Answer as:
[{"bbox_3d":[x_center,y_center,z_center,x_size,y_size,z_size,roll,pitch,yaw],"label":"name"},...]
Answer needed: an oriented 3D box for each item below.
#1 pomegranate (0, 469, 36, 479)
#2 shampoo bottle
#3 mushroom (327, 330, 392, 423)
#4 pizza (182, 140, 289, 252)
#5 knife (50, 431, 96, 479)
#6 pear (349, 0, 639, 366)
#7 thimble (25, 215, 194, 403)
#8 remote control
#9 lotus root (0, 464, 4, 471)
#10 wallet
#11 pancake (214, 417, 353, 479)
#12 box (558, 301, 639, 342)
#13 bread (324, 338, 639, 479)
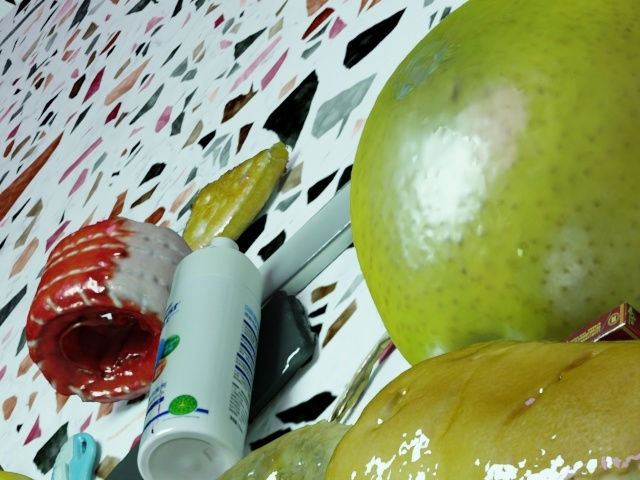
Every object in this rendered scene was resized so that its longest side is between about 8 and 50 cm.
[{"bbox_3d":[-0.306,0.326,1.569,0.260,0.260,0.260,-42,23,23],"label":"pomegranate"},{"bbox_3d":[-0.103,0.099,1.659,0.092,0.092,0.303,-39,27,29],"label":"shampoo bottle"},{"bbox_3d":[0.079,0.053,1.538,0.286,0.026,0.028,-58,6,-11],"label":"mushroom"},{"bbox_3d":[-0.105,-0.033,2.015,0.178,0.041,0.131,-58,25,-14],"label":"pizza"},{"bbox_3d":[-0.253,0.261,1.857,0.064,0.031,0.222,-43,23,12],"label":"knife"},{"bbox_3d":[0.154,-0.082,1.365,0.340,0.191,0.386,-26,33,47],"label":"pear"},{"bbox_3d":[-0.213,0.071,1.900,0.189,0.163,0.125,-37,27,33],"label":"thimble"},{"bbox_3d":[0.000,0.000,1.779,0.245,0.022,0.077,-43,25,20],"label":"remote control"},{"bbox_3d":[-0.397,0.304,1.975,0.120,0.120,0.209,-37,27,34],"label":"lotus root"},{"bbox_3d":[-0.111,0.172,1.717,0.285,0.030,0.146,-48,21,8],"label":"wallet"},{"bbox_3d":[-0.064,0.292,1.373,0.382,0.071,0.382,-43,22,22],"label":"pancake"},{"bbox_3d":[0.191,0.080,1.221,0.082,0.051,0.023,-35,28,36],"label":"box"},{"bbox_3d":[0.139,0.148,1.082,0.344,0.149,0.195,-7,49,61],"label":"bread"}]
